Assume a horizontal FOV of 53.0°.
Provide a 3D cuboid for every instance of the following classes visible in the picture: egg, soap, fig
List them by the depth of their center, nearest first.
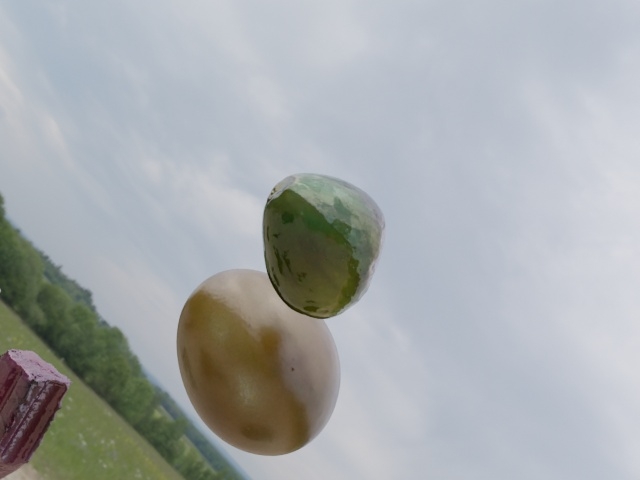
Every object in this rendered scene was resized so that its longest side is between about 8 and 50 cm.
[{"bbox_3d":[0.000,0.000,0.862,0.191,0.181,0.181,55,-22,-20],"label":"fig"},{"bbox_3d":[-0.115,0.218,1.177,0.351,0.283,0.282,55,-20,10],"label":"egg"},{"bbox_3d":[-0.632,0.356,1.248,0.182,0.289,0.112,27,-4,35],"label":"soap"}]
